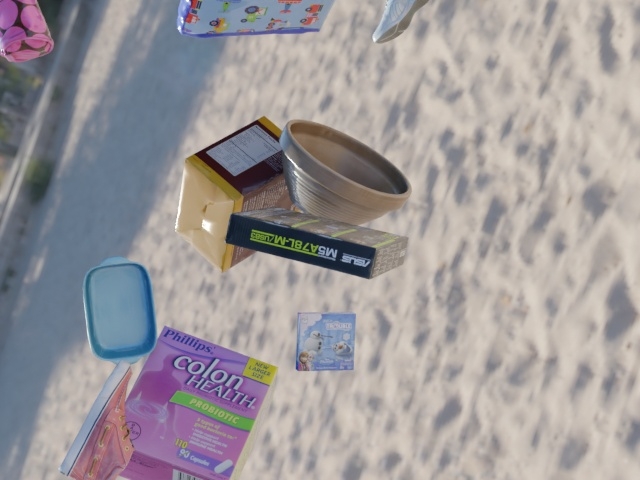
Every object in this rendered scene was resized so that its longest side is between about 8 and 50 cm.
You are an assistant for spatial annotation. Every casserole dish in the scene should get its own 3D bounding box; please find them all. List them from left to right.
[{"bbox_3d":[-0.333,0.114,2.065,0.037,0.114,0.188,-131,36,-73],"label":"casserole dish"}]

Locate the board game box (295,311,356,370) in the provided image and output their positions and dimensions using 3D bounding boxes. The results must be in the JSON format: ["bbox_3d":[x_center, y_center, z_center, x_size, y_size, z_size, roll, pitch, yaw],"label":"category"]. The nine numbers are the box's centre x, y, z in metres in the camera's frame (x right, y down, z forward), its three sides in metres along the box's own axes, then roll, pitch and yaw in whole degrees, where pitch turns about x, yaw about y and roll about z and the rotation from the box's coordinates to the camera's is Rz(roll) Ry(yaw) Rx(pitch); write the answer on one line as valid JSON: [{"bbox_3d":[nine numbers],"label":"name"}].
[{"bbox_3d":[0.008,0.155,1.906,0.020,0.090,0.090,-157,67,-73],"label":"board game box"}]

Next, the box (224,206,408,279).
[{"bbox_3d":[0.000,0.000,1.518,0.190,0.184,0.045,-16,-59,-75],"label":"box"}]

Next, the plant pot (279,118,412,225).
[{"bbox_3d":[0.024,-0.095,2.059,0.110,0.237,0.237,-61,18,21],"label":"plant pot"}]

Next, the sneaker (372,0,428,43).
[{"bbox_3d":[0.145,-0.430,2.300,0.152,0.061,0.053,-48,-22,23],"label":"sneaker"}]

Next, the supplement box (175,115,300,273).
[{"bbox_3d":[-0.137,-0.083,2.216,0.194,0.129,0.191,-33,-28,-35],"label":"supplement box"}]

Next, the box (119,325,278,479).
[{"bbox_3d":[-0.214,0.299,2.086,0.117,0.213,0.243,103,-171,-52],"label":"box"}]

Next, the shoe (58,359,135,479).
[{"bbox_3d":[-0.286,0.259,1.720,0.178,0.081,0.063,-62,6,-3],"label":"shoe"}]

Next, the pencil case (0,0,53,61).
[{"bbox_3d":[-0.532,-0.404,2.108,0.095,0.098,0.209,93,154,-75],"label":"pencil case"}]

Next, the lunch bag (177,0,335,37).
[{"bbox_3d":[-0.117,-0.450,2.161,0.138,0.293,0.221,64,152,17],"label":"lunch bag"}]
